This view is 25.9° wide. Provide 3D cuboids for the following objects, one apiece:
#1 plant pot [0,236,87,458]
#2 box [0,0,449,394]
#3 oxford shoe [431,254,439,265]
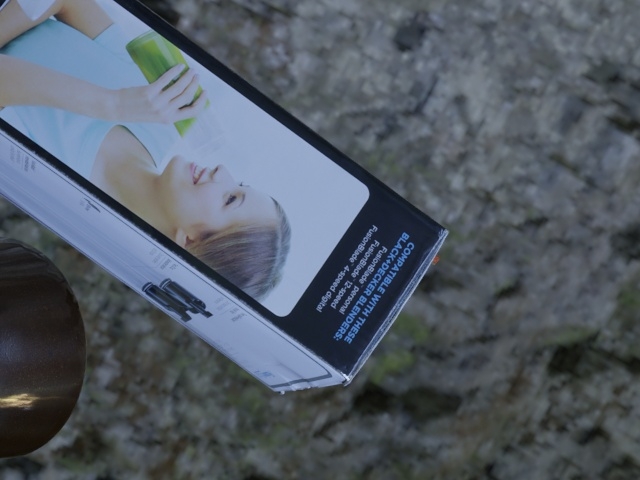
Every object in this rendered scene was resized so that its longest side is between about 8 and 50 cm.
[{"bbox_3d":[-0.365,0.105,1.246,0.215,0.215,0.230,33,-165,23],"label":"plant pot"},{"bbox_3d":[-0.096,-0.043,0.677,0.290,0.087,0.169,36,166,-5],"label":"box"},{"bbox_3d":[0.000,0.000,1.421,0.271,0.098,0.097,20,173,38],"label":"oxford shoe"}]
